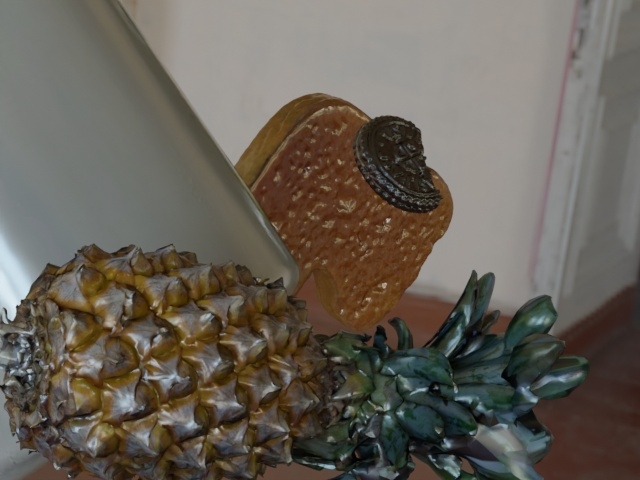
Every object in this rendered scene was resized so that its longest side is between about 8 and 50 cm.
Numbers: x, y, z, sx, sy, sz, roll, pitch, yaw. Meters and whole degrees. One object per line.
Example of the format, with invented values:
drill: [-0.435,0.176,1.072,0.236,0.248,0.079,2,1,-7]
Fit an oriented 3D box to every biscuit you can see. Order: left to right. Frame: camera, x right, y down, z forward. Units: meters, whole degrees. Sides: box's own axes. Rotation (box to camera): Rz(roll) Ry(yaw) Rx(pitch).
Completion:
biscuit: [-0.001,-0.001,1.463,0.052,0.262,0.277,23,-6,47]
biscuit: [0.066,-0.062,1.182,0.089,0.027,0.087,35,44,-10]

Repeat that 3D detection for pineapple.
pineapple: [-0.014,0.047,0.514,0.221,0.103,0.083,9,35,-25]

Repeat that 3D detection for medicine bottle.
medicine bottle: [-0.184,-0.060,0.725,0.208,0.340,0.208,-34,-2,-1]
